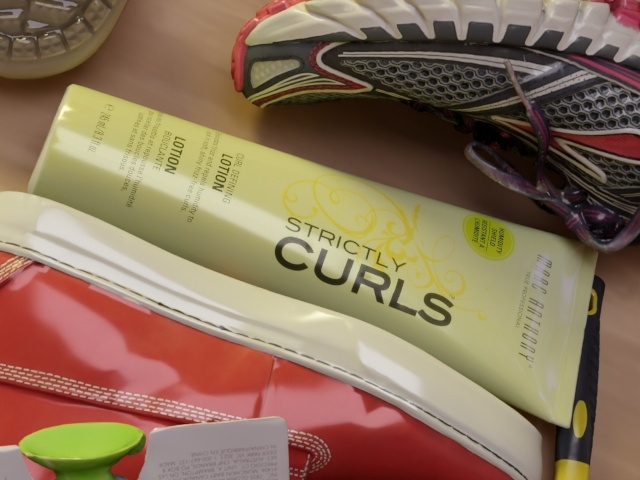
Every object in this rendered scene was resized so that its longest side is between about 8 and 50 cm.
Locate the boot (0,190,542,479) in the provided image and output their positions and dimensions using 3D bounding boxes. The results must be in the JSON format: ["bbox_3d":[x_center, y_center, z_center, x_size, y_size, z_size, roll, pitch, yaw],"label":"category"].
[{"bbox_3d":[-0.047,0.105,0.729,0.244,0.088,0.176,20,72,-2],"label":"boot"}]

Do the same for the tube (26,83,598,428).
[{"bbox_3d":[0.000,0.000,0.791,0.240,0.062,0.070,20,98,-6],"label":"tube"}]

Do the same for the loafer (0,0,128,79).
[{"bbox_3d":[-0.123,-0.199,0.833,0.102,0.092,0.268,2,83,-9],"label":"loafer"}]

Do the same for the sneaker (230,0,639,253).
[{"bbox_3d":[0.109,-0.052,0.808,0.299,0.121,0.112,9,96,0],"label":"sneaker"}]

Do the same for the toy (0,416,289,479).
[{"bbox_3d":[-0.077,0.176,0.674,0.137,0.056,0.237,-5,106,-12],"label":"toy"}]

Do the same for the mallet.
[{"bbox_3d":[0.113,0.102,0.786,0.062,0.039,0.189,18,61,-4],"label":"mallet"}]
